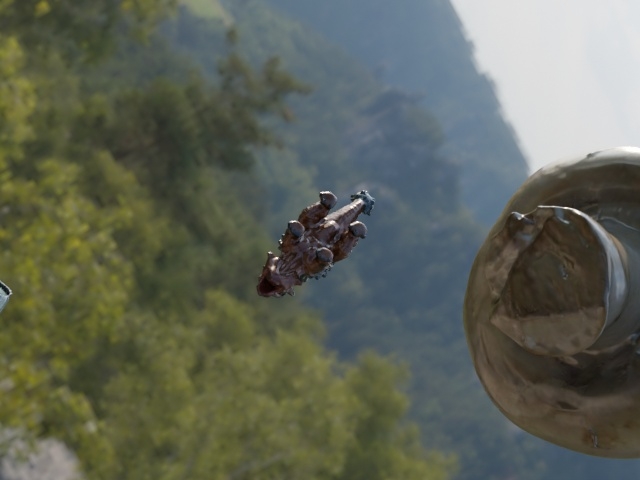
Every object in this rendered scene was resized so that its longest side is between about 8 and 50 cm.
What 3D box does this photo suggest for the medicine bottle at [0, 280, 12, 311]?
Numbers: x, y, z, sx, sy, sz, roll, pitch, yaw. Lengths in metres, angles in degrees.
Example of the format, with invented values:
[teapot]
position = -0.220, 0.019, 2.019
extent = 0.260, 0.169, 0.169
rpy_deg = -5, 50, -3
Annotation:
[medicine bottle]
position = -0.467, 0.149, 1.668
extent = 0.158, 0.318, 0.158
rpy_deg = 33, -2, 2

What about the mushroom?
[mushroom]
position = 0.264, 0.045, 1.453
extent = 0.297, 0.297, 0.290
rpy_deg = 63, 11, 25

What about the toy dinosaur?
[toy dinosaur]
position = 0.000, 0.000, 1.193
extent = 0.049, 0.055, 0.154
rpy_deg = 42, 43, 8
